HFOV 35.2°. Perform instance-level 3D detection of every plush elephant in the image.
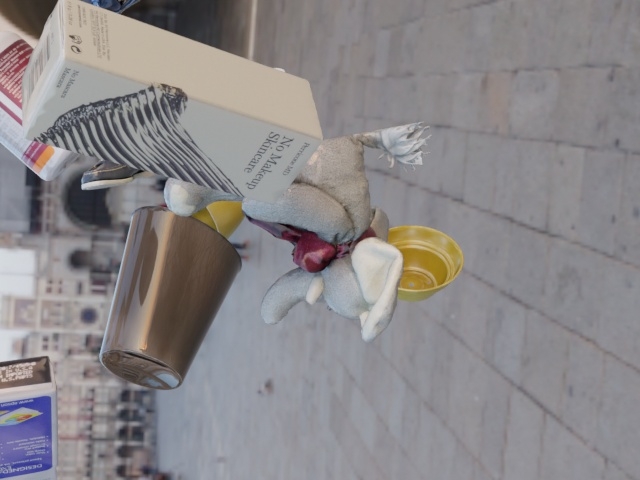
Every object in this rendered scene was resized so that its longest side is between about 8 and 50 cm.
[{"bbox_3d":[0.000,0.000,1.311,0.272,0.329,0.256,-49,-52,-81],"label":"plush elephant"}]

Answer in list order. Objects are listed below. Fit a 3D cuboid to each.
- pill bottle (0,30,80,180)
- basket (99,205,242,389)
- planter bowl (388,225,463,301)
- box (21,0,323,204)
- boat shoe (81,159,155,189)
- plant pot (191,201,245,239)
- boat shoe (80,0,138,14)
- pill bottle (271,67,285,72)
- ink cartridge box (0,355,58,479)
[{"bbox_3d":[-0.396,-0.191,1.304,0.121,0.221,0.121,-46,8,9],"label":"pill bottle"},{"bbox_3d":[-0.234,0.097,1.525,0.154,0.204,0.227,-12,50,38],"label":"basket"},{"bbox_3d":[0.201,0.069,2.202,0.217,0.217,0.090,-99,6,-50],"label":"planter bowl"},{"bbox_3d":[-0.143,-0.130,0.990,0.113,0.275,0.094,-51,38,37],"label":"box"},{"bbox_3d":[-0.382,-0.148,1.929,0.254,0.095,0.079,-32,-61,-66],"label":"boat shoe"},{"bbox_3d":[-0.182,-0.068,1.822,0.134,0.095,0.134,45,155,28],"label":"plant pot"},{"bbox_3d":[-0.432,-0.505,2.040,0.109,0.258,0.089,52,179,-9],"label":"boat shoe"},{"bbox_3d":[-0.101,-0.303,2.217,0.078,0.078,0.137,-107,9,-63],"label":"pill bottle"},{"bbox_3d":[-0.515,0.276,1.376,0.307,0.303,0.072,110,147,-52],"label":"ink cartridge box"}]
